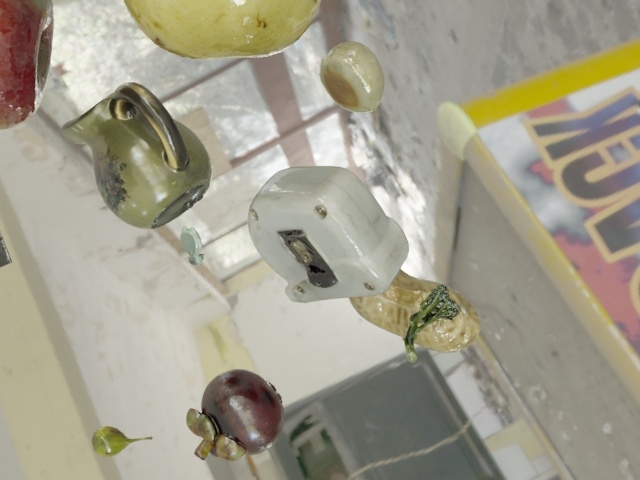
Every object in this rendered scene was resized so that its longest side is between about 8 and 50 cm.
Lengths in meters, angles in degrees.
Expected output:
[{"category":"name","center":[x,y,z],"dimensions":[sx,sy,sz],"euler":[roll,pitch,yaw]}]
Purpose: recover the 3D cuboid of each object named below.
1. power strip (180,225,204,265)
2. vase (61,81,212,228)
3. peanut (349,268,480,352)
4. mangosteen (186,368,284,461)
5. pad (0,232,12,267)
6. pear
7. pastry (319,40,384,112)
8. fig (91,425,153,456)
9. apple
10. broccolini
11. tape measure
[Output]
[{"category":"power strip","center":[-0.252,0.009,1.533],"dimensions":[0.055,0.035,0.083],"euler":[6,116,36]},{"category":"vase","center":[-0.374,-0.204,1.599],"dimensions":[0.302,0.241,0.329],"euler":[51,149,5]},{"category":"peanut","center":[0.175,0.126,1.582],"dimensions":[0.325,0.140,0.153],"euler":[29,161,0]},{"category":"mangosteen","center":[-0.168,0.346,1.489],"dimensions":[0.199,0.200,0.200],"euler":[61,178,4]},{"category":"pad","center":[-0.671,-0.086,1.233],"dimensions":[0.007,0.248,0.367],"euler":[68,179,-86]},{"category":"pear","center":[-0.143,-0.402,1.071],"dimensions":[0.309,0.309,0.309],"euler":[61,178,4]},{"category":"pastry","center":[0.070,-0.339,1.597],"dimensions":[0.156,0.092,0.156],"euler":[46,165,16]},{"category":"fig","center":[-0.581,0.594,2.223],"dimensions":[0.166,0.093,0.093],"euler":[21,-172,-13]},{"category":"apple","center":[-0.648,-0.383,1.424],"dimensions":[0.345,0.270,0.344],"euler":[-170,90,-77]},{"category":"broccolini","center":[0.130,0.112,0.972],"dimensions":[0.054,0.052,0.194],"euler":[61,-149,-8]},{"category":"tape measure","center":[0.000,0.000,1.300],"dimensions":[0.258,0.130,0.265],"euler":[-8,129,49]}]
